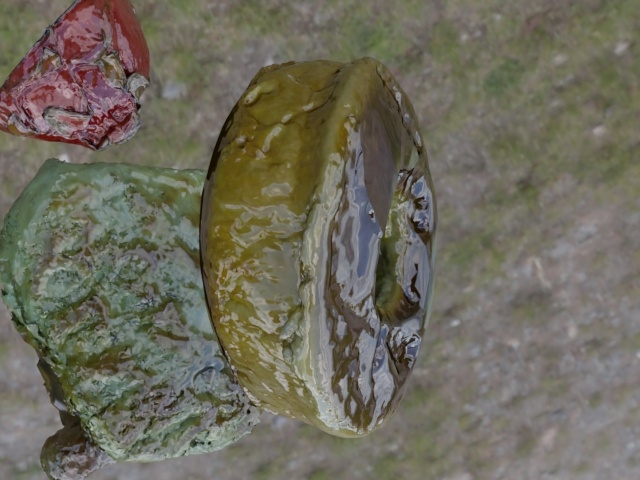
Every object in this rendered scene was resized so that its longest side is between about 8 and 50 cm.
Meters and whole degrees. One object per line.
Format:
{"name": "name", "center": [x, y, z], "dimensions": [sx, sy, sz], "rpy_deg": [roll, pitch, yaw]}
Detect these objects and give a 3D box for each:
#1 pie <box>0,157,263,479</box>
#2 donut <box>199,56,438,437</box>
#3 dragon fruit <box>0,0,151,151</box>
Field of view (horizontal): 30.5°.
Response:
{"name": "pie", "center": [-0.225, 0.084, 1.560], "dimensions": [0.395, 0.418, 0.180], "rpy_deg": [-13, -173, -43]}
{"name": "donut", "center": [0.000, 0.000, 0.987], "dimensions": [0.159, 0.330, 0.330], "rpy_deg": [11, 150, 22]}
{"name": "dragon fruit", "center": [-0.265, -0.180, 1.352], "dimensions": [0.148, 0.218, 0.223], "rpy_deg": [40, 135, -12]}
